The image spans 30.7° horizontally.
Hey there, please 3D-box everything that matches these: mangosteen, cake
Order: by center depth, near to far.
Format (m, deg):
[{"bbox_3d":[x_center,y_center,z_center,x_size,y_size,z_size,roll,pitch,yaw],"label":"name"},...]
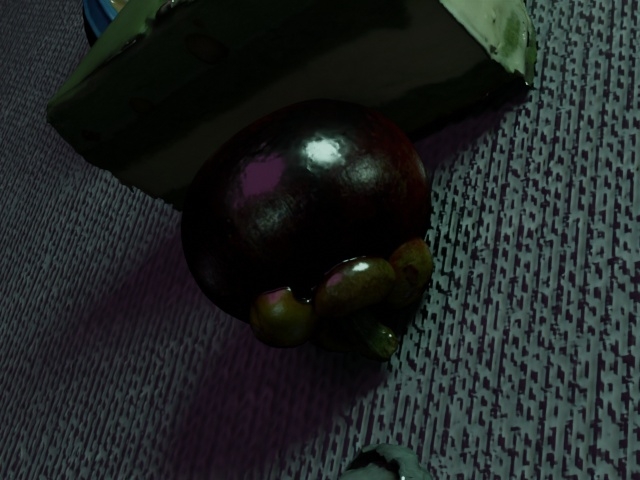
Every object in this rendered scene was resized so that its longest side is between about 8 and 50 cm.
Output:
[{"bbox_3d":[0.000,0.000,0.586,0.140,0.140,0.140,-31,38,27],"label":"mangosteen"},{"bbox_3d":[-0.023,-0.141,0.714,0.284,0.158,0.172,-23,41,40],"label":"cake"}]

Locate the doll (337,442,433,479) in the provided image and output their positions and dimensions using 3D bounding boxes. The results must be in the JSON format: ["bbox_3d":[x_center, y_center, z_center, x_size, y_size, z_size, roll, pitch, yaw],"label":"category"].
[{"bbox_3d":[0.009,0.193,0.376,0.245,0.158,0.340,-66,7,-10],"label":"doll"}]

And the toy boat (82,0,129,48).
[{"bbox_3d":[-0.140,-0.201,0.956,0.097,0.100,0.223,-51,31,25],"label":"toy boat"}]
